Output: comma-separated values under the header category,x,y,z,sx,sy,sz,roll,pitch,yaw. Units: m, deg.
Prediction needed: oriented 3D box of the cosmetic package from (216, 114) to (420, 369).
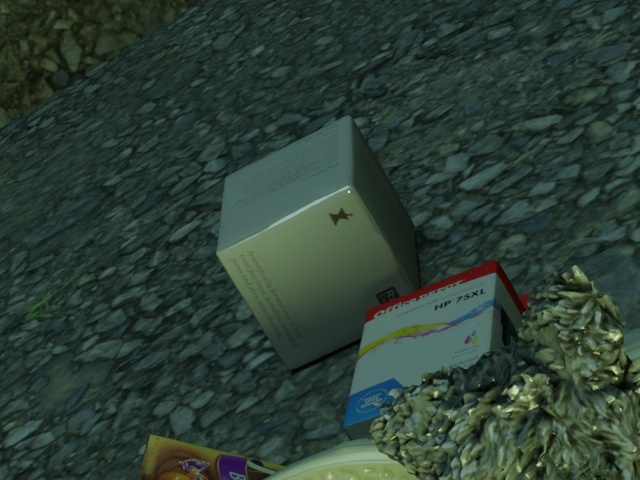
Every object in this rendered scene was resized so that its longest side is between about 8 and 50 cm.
category,x,y,z,sx,sy,sz,roll,pitch,yaw
cosmetic package,0.000,0.000,1.767,0.151,0.151,0.183,-26,23,13

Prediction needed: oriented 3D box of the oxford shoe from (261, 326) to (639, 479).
category,x,y,z,sx,sy,sz,roll,pitch,yaw
oxford shoe,0.112,0.186,1.277,0.449,0.169,0.130,-26,4,14

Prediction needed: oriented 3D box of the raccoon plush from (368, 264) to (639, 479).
category,x,y,z,sx,sy,sz,roll,pitch,yaw
raccoon plush,0.172,0.173,0.891,0.216,0.299,0.446,-34,1,-5

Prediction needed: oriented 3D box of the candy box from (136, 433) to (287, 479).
category,x,y,z,sx,sy,sz,roll,pitch,yaw
candy box,-0.056,0.220,1.387,0.187,0.053,0.109,15,29,-3

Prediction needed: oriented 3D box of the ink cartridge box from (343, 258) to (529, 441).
category,x,y,z,sx,sy,sz,roll,pitch,yaw
ink cartridge box,0.106,0.101,1.530,0.134,0.078,0.231,-22,24,19
